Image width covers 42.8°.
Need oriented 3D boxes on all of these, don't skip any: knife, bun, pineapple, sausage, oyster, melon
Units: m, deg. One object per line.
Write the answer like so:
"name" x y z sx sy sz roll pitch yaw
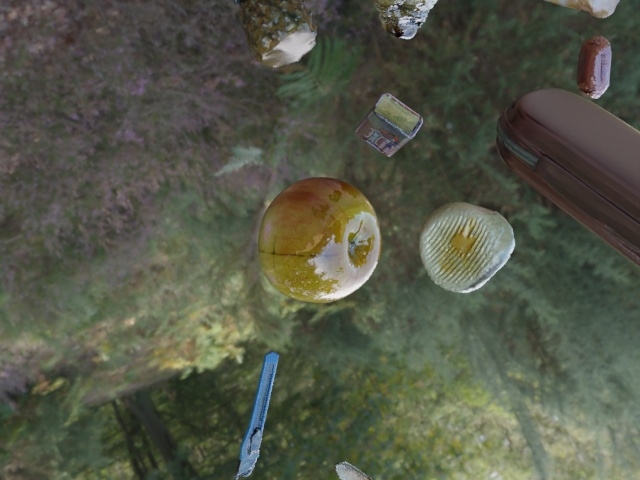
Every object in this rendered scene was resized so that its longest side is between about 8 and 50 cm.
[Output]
"knife" -0.133 0.369 1.707 0.044 0.296 0.026 6 -165 -24
"bun" 0.370 0.017 2.054 0.244 0.243 0.153 -30 172 35
"pineapple" -0.101 -0.425 1.398 0.128 0.248 0.128 -25 169 -5
"sausage" 0.630 -0.400 1.881 0.076 0.141 0.076 2 -161 -1
"oyster" 0.184 -0.498 1.762 0.162 0.107 0.233 6 -174 2
"melon" 0.092 0.554 1.867 0.054 0.182 0.098 -53 -166 -18

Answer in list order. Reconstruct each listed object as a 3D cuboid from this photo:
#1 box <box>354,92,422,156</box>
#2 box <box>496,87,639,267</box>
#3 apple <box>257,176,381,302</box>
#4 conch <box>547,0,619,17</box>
"box" 0.160 -0.272 1.948 0.069 0.120 0.224 -55 -178 -8
"box" 0.458 -0.092 1.260 0.263 0.404 0.108 -24 149 -47
"apple" 0.000 0.000 1.794 0.233 0.285 0.286 1 -163 40
"conch" 0.321 -0.425 1.138 0.158 0.255 0.127 -55 164 7
